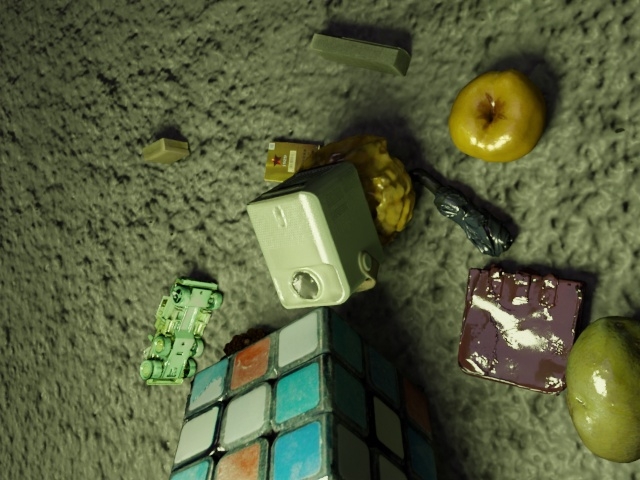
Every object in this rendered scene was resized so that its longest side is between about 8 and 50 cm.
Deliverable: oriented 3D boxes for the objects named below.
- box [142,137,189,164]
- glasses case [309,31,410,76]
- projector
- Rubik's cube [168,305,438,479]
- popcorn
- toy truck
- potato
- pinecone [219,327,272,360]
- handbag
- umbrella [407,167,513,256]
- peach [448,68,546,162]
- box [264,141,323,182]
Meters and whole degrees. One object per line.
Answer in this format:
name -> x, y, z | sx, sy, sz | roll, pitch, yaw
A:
box -> -0.374, -0.216, 1.615 | 0.079, 0.083, 0.035 | -18, 78, 33
glasses case -> 0.083, -0.393, 1.388 | 0.205, 0.071, 0.047 | 21, 93, 28
projector -> 0.000, 0.000, 1.173 | 0.163, 0.177, 0.242 | -7, 110, 34
Rubik's cube -> -0.021, 0.386, 1.164 | 0.359, 0.362, 0.363 | -29, 31, 20
popcorn -> 0.070, -0.096, 1.310 | 0.250, 0.190, 0.250 | -2, 86, 23
toy truck -> -0.345, 0.200, 1.553 | 0.135, 0.128, 0.259 | 32, 102, 40
potato -> 0.481, 0.250, 1.075 | 0.159, 0.174, 0.251 | -148, 53, -62
pinecone -> -0.146, 0.262, 1.439 | 0.140, 0.140, 0.120 | -13, 113, 27
handbag -> 0.362, 0.155, 1.199 | 0.203, 0.074, 0.216 | 6, 88, 28
umbrella -> 0.264, -0.066, 1.270 | 0.071, 0.071, 0.248 | -49, 65, 17
peach -> 0.326, -0.231, 1.228 | 0.179, 0.103, 0.179 | 0, 90, 27
box -> -0.061, -0.172, 1.477 | 0.133, 0.023, 0.090 | 8, 89, 29
